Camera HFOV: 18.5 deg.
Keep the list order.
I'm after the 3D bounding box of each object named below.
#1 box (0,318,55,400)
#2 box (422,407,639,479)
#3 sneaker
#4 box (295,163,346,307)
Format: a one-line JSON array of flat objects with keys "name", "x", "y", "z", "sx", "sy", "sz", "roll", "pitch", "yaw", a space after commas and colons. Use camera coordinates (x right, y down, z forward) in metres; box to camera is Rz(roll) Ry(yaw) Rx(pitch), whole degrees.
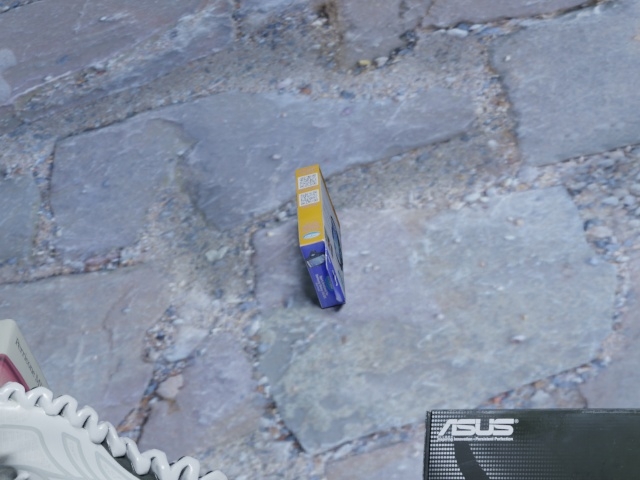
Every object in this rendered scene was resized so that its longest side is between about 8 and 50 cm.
[{"name": "box", "x": -0.315, "y": 0.203, "z": 1.699, "sx": 0.127, "sy": 0.148, "sz": 0.232, "roll": -10, "pitch": 39, "yaw": 12}, {"name": "box", "x": 0.169, "y": 0.220, "z": 1.491, "sx": 0.191, "sy": 0.045, "sz": 0.184, "roll": -1, "pitch": 74, "yaw": 21}, {"name": "sneaker", "x": -0.198, "y": 0.205, "z": 1.574, "sx": 0.110, "sy": 0.292, "sz": 0.118, "roll": -37, "pitch": 34, "yaw": 46}, {"name": "box", "x": 0.000, "y": 0.000, "z": 1.867, "sx": 0.028, "sy": 0.081, "sz": 0.136, "roll": -12, "pitch": 38, "yaw": 9}]
